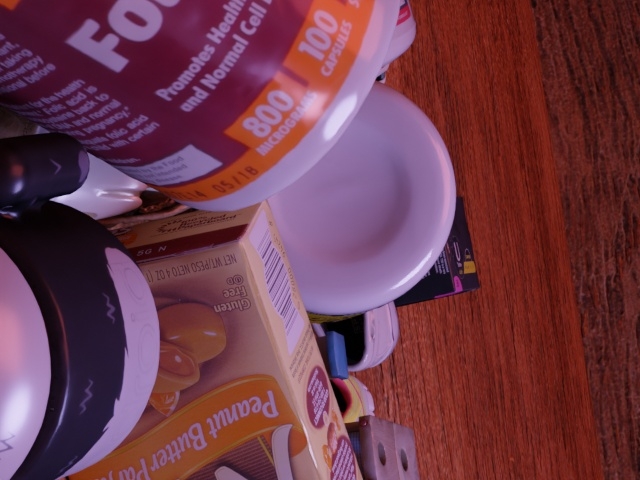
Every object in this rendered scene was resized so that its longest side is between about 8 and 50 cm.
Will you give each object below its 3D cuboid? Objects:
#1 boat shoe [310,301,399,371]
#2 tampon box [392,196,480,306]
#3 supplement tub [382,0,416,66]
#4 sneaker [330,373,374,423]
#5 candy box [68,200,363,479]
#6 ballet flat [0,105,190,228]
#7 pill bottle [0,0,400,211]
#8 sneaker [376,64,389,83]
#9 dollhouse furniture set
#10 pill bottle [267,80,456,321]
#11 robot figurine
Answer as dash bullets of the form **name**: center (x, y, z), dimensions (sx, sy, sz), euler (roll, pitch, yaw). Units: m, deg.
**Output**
- **boat shoe**: center (0.000, 0.000, 1.835), dimensions (0.088, 0.096, 0.268), euler (-25, 100, -73)
- **tampon box**: center (0.066, 0.019, 1.933), dimensions (0.120, 0.161, 0.101), euler (-5, 83, -72)
- **supplement tub**: center (-0.032, -0.286, 1.776), dimensions (0.191, 0.191, 0.272), euler (-55, 130, -68)
- **sneaker**: center (0.014, 0.204, 1.790), dimensions (0.094, 0.081, 0.208), euler (56, 16, -51)
- **candy box**: center (-0.081, 0.141, 1.334), dimensions (0.087, 0.183, 0.316), euler (-62, 137, -64)
- **ballet flat**: center (-0.158, -0.051, 1.308), dimensions (0.342, 0.124, 0.116), euler (4, 92, -73)
- **pill bottle**: center (-0.159, -0.190, 1.077), dimensions (0.392, 0.224, 0.224), euler (29, 47, -38)
- **sneaker**: center (0.027, -0.180, 2.010), dimensions (0.108, 0.121, 0.302), euler (-30, 107, -72)
- **dollhouse furniture set**: center (-0.001, 0.144, 1.685), dimensions (0.129, 0.129, 0.184), euler (30, 51, -67)
- **pill bottle**: center (0.002, -0.025, 1.601), dimensions (0.334, 0.188, 0.188), euler (130, -51, -85)
- **robot figurine**: center (-0.196, 0.059, 1.052), dimensions (0.278, 0.173, 0.209), euler (-9, 84, -73)
